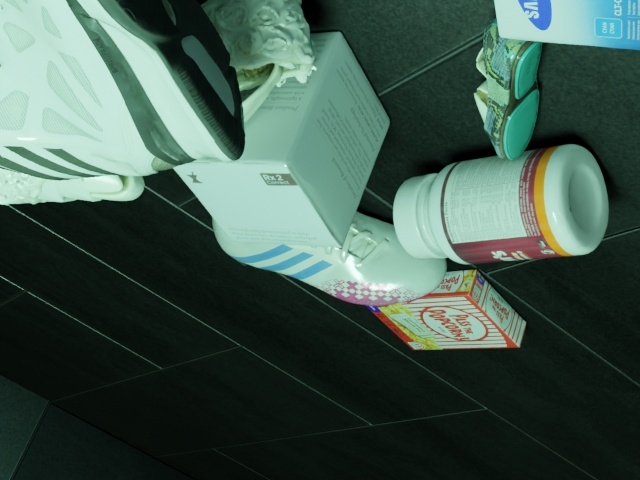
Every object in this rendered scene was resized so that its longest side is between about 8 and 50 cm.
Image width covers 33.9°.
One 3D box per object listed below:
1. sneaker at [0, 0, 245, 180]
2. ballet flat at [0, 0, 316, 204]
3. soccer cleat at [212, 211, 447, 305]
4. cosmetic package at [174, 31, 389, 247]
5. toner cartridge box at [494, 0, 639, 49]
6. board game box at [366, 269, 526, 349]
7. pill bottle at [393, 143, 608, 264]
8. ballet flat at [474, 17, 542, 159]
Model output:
[{"bbox_3d":[-0.251,-0.178,0.804,0.258,0.169,0.447,-15,143,12],"label":"sneaker"},{"bbox_3d":[-0.182,-0.121,1.051,0.409,0.147,0.147,-32,135,5],"label":"ballet flat"},{"bbox_3d":[0.000,0.000,1.390,0.331,0.116,0.143,11,151,20],"label":"soccer cleat"},{"bbox_3d":[-0.039,-0.109,1.151,0.151,0.183,0.151,3,147,32],"label":"cosmetic package"},{"bbox_3d":[0.204,-0.290,0.779,0.165,0.075,0.347,10,151,23],"label":"toner cartridge box"},{"bbox_3d":[0.178,0.103,1.526,0.194,0.045,0.147,-8,141,42],"label":"board game box"},{"bbox_3d":[0.199,-0.035,1.184,0.221,0.121,0.121,-7,141,42],"label":"pill bottle"},{"bbox_3d":[0.186,-0.156,1.059,0.070,0.070,0.188,15,150,13],"label":"ballet flat"}]
